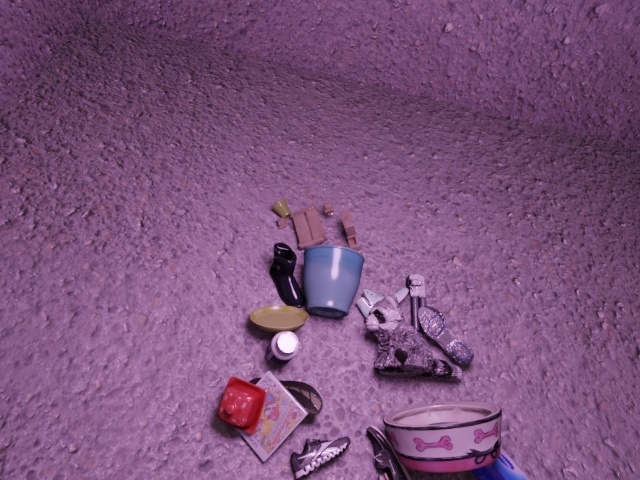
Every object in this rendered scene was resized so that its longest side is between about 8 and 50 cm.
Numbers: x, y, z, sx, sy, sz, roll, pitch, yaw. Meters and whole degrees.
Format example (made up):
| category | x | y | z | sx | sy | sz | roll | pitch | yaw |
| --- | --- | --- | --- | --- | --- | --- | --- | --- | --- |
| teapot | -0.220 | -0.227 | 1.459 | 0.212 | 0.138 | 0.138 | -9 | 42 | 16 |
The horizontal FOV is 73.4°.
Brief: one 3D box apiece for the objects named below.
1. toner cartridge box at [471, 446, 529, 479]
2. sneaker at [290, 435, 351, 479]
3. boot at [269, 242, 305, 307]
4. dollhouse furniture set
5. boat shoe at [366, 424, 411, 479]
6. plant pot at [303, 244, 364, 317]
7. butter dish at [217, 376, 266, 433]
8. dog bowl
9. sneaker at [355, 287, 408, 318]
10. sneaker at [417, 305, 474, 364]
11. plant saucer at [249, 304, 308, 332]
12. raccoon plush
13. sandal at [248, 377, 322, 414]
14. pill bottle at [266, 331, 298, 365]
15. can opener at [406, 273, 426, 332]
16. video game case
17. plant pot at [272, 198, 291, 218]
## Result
| category | x | y | z | sx | sy | sz | roll | pitch | yaw |
| --- | --- | --- | --- | --- | --- | --- | --- | --- | --- |
| toner cartridge box | 0.690 | 0.899 | 1.510 | 0.075 | 0.165 | 0.348 | -27 | 64 | -30 |
| sneaker | -0.003 | 0.740 | 1.524 | 0.234 | 0.078 | 0.106 | -21 | 64 | -23 |
| boot | -0.139 | 0.150 | 1.852 | 0.094 | 0.207 | 0.247 | -22 | 62 | -26 |
| dollhouse furniture set | 0.000 | 0.000 | 2.095 | 0.354 | 0.174 | 0.304 | -18 | 57 | 4 |
| boat shoe | 0.230 | 0.781 | 1.543 | 0.079 | 0.084 | 0.233 | -20 | 64 | -26 |
| plant pot | 0.046 | 0.187 | 1.846 | 0.271 | 0.272 | 0.256 | 9 | 66 | -6 |
| butter dish | -0.290 | 0.575 | 1.488 | 0.159 | 0.118 | 0.160 | 16 | 83 | 18 |
| dog bowl | 0.430 | 0.673 | 1.492 | 0.407 | 0.408 | 0.151 | -5 | 77 | -16 |
| sneaker | 0.277 | 0.249 | 1.938 | 0.255 | 0.094 | 0.151 | -32 | 73 | -28 |
| sneaker | 0.524 | 0.412 | 1.856 | 0.111 | 0.129 | 0.297 | -37 | 76 | -5 |
| plant saucer | -0.168 | 0.323 | 1.752 | 0.240 | 0.038 | 0.241 | 3 | 13 | -1 |
| raccoon plush | 0.372 | 0.411 | 1.795 | 0.446 | 0.216 | 0.300 | 24 | 52 | -32 |
| sandal | -0.135 | 0.588 | 1.608 | 0.302 | 0.087 | 0.120 | 8 | 26 | 15 |
| pill bottle | -0.143 | 0.413 | 1.654 | 0.107 | 0.193 | 0.108 | 7 | 63 | -14 |
| can opener | 0.445 | 0.286 | 1.969 | 0.074 | 0.093 | 0.281 | 6 | 61 | -7 |
| video game case | -0.190 | 0.622 | 1.528 | 0.206 | 0.026 | 0.227 | 42 | 90 | 18 |
| plant pot | -0.188 | -0.150 | 2.154 | 0.083 | 0.083 | 0.079 | -29 | 77 | -29 |
